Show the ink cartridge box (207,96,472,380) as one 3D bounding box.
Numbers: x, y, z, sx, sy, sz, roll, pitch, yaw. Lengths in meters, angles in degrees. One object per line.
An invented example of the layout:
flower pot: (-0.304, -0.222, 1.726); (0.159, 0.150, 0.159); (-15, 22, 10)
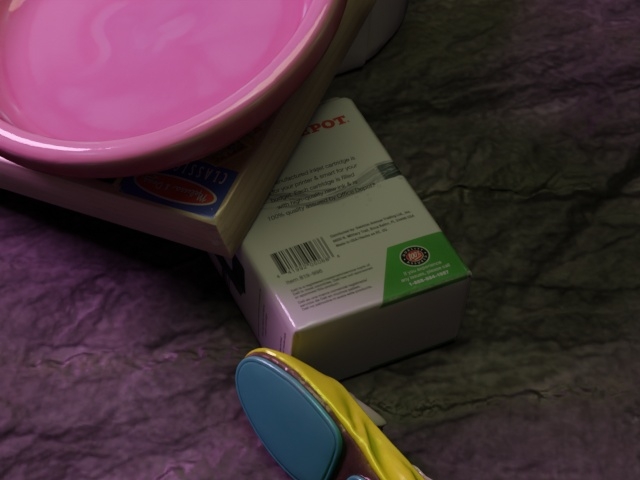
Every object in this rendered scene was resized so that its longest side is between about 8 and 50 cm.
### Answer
ink cartridge box: (0.000, 0.000, 1.464); (0.153, 0.087, 0.208); (-18, 53, -19)

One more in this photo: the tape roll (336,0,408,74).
tape roll: (-0.053, -0.270, 1.691); (0.286, 0.100, 0.286); (3, 48, -4)

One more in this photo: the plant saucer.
plant saucer: (-0.134, -0.176, 1.426); (0.332, 0.084, 0.332); (-7, 57, 11)

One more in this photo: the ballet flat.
ballet flat: (0.031, 0.162, 1.344); (0.077, 0.077, 0.231); (-14, 51, -45)

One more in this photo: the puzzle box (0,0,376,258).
puzzle box: (-0.190, -0.157, 1.512); (0.409, 0.052, 0.272); (16, 64, 24)
